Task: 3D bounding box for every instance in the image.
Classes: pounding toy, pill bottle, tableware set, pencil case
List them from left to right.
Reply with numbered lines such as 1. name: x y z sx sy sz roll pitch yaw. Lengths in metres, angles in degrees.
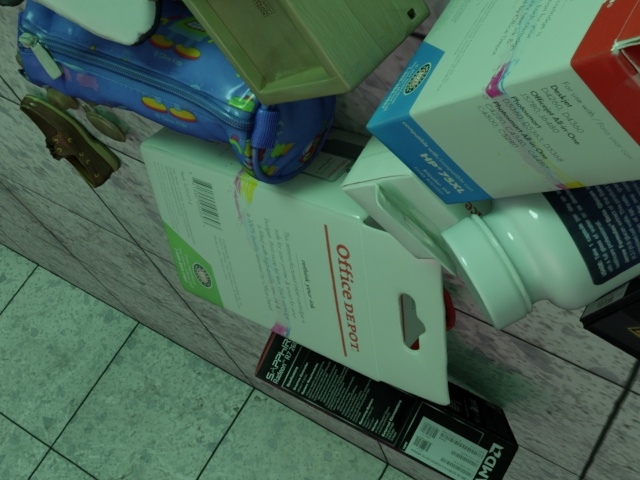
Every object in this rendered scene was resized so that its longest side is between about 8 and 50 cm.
1. tableware set: -0.337 -0.197 1.101 0.168 0.020 0.141 29 163 9
2. pencil case: -0.138 -0.154 0.719 0.306 0.133 0.120 24 122 21
3. pounding toy: -0.054 -0.201 0.537 0.206 0.094 0.181 52 160 -23
4. pill bottle: 0.162 -0.017 0.482 0.094 0.169 0.094 60 -177 -6

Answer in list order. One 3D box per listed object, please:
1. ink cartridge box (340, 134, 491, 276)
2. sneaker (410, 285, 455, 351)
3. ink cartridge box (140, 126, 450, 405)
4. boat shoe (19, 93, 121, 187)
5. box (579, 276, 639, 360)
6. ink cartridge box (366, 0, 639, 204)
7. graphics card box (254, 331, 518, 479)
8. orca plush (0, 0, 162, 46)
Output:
1. ink cartridge box: 0.091 -0.055 0.570 0.092 0.143 0.090 41 160 -22
2. sneaker: 0.113 0.098 0.985 0.118 0.107 0.279 13 154 34
3. ink cartridge box: 0.000 0.000 0.804 0.353 0.119 0.207 21 137 32
4. boat shoe: -0.391 -0.151 1.236 0.178 0.060 0.064 44 159 -29
5. box: 0.378 0.077 0.557 0.295 0.073 0.293 32 162 2
6. ink cartridge box: 0.139 -0.099 0.397 0.078 0.134 0.231 41 160 -21
7. graphics card box: 0.098 0.226 1.191 0.370 0.094 0.233 26 -177 5
8. orca plush: -0.233 -0.271 0.614 0.287 0.151 0.102 29 -154 -13
